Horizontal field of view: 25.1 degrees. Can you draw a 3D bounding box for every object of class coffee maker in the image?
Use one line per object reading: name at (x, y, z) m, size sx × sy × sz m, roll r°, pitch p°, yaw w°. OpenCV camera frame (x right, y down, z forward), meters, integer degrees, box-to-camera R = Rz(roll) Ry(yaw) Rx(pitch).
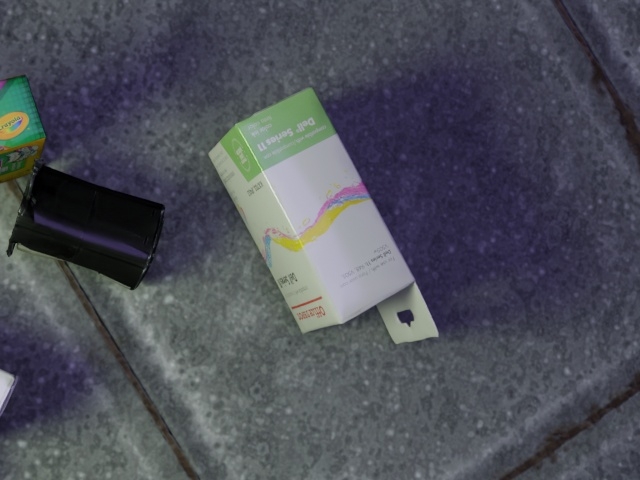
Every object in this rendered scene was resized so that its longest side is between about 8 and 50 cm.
coffee maker at (-0.294, -0.016, 1.816) m, size 0.178 × 0.171 × 0.120 m, roll 17°, pitch 80°, yaw -11°

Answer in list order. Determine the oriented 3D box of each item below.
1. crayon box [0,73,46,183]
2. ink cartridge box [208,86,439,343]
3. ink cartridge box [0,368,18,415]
crayon box at (-0.428, -0.115, 1.741) m, size 0.165 × 0.278 × 0.081 m, roll -18°, pitch 88°, yaw -15°
ink cartridge box at (0.000, 0.000, 1.864) m, size 0.119 × 0.207 × 0.353 m, roll -28°, pitch 90°, yaw -16°
ink cartridge box at (-0.488, 0.165, 1.755) m, size 0.218 × 0.158 × 0.092 m, roll 24°, pitch 77°, yaw -9°
